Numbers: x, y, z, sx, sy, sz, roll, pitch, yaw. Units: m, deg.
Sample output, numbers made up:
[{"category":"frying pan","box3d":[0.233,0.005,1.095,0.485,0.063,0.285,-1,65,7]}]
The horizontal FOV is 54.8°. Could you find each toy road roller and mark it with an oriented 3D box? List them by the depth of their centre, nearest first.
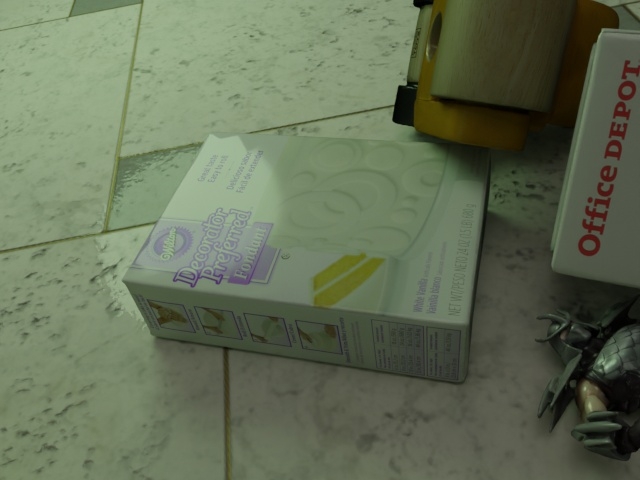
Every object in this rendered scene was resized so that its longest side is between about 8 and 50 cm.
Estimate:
[{"category":"toy road roller","box3d":[0.227,-0.207,0.681,0.241,0.202,0.329,8,14,-4]}]

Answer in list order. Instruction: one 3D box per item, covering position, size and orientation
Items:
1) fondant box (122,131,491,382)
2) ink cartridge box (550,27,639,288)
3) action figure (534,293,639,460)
[{"category":"fondant box","box3d":[0.000,0.000,0.649,0.330,0.096,0.238,5,48,16]},{"category":"ink cartridge box","box3d":[0.356,-0.063,0.524,0.270,0.198,0.197,12,18,20]},{"category":"action figure","box3d":[0.299,0.124,0.477,0.285,0.099,0.185,30,64,36]}]
